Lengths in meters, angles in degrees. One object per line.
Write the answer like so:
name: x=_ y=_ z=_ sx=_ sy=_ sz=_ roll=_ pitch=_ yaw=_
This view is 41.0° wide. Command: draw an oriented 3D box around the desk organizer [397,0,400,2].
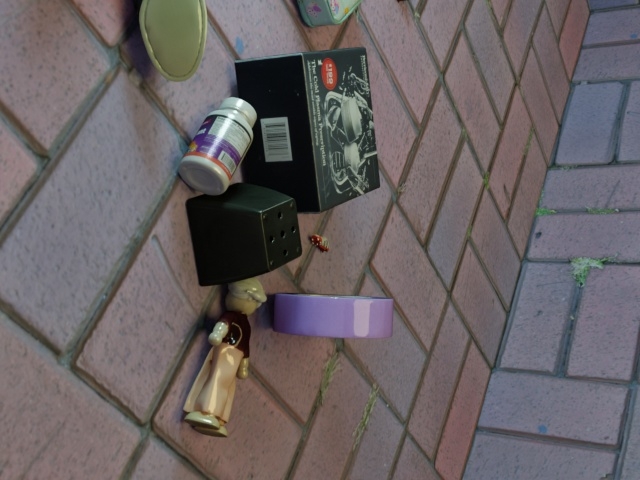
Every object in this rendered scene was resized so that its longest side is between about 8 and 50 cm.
desk organizer: x=0.227 y=-0.748 z=2.447 sx=0.130 sy=0.050 sz=0.047 roll=53 pitch=48 yaw=-44

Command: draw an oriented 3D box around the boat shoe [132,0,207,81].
boat shoe: x=-0.292 y=-0.467 z=1.604 sx=0.113 sy=0.127 sz=0.340 roll=-140 pitch=-145 yaw=-77

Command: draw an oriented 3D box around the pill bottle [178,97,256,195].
pill bottle: x=-0.203 y=-0.197 z=1.746 sx=0.108 sy=0.108 sz=0.193 roll=56 pitch=46 yaw=-42

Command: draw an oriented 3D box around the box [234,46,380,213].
box: x=-0.020 y=-0.256 z=1.949 sx=0.312 sy=0.179 sz=0.343 roll=-27 pitch=114 yaw=-59

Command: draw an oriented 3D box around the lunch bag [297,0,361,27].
lunch bag: x=0.027 y=-0.655 z=2.088 sx=0.279 sy=0.108 sz=0.224 roll=-54 pitch=139 yaw=-39

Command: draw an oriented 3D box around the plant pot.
plant pot: x=-0.145 y=-0.014 z=1.790 sx=0.188 sy=0.167 sz=0.187 roll=-27 pitch=114 yaw=-55

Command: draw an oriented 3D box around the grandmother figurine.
grandmother figurine: x=-0.195 y=0.226 z=1.792 sx=0.208 sy=0.104 sz=0.342 roll=87 pitch=16 yaw=-64

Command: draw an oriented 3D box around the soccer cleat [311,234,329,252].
soccer cleat: x=0.000 y=0.000 z=2.143 sx=0.083 sy=0.029 sz=0.035 roll=47 pitch=44 yaw=-51

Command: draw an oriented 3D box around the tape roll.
tape roll: x=0.029 y=0.170 z=1.964 sx=0.275 sy=0.275 sz=0.090 roll=5 pitch=87 yaw=-57
